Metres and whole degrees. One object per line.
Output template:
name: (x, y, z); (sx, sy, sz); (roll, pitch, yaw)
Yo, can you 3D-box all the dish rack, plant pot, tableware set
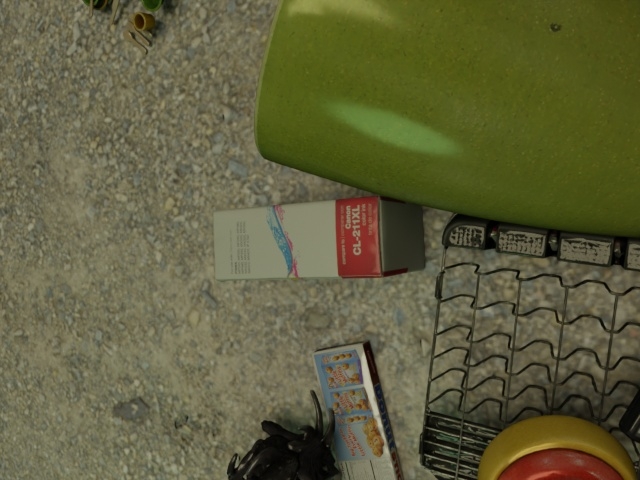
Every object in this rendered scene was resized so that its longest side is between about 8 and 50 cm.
dish rack: (0.195, 0.111, 0.537); (0.209, 0.074, 0.271); (8, 98, 27)
plant pot: (0.143, -0.127, 0.466); (0.294, 0.275, 0.274); (26, 104, 7)
tableware set: (-0.255, -0.312, 0.742); (0.154, 0.024, 0.104); (45, 126, 13)

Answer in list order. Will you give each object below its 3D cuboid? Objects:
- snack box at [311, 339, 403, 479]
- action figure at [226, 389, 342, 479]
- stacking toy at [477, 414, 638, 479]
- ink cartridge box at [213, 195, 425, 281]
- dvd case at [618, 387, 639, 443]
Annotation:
snack box: (0.042, 0.200, 0.641); (0.064, 0.022, 0.178); (-16, 85, 27)
action figure: (-0.050, 0.298, 0.619); (0.275, 0.141, 0.164); (-53, 31, -8)
stacking toy: (0.235, 0.315, 0.441); (0.309, 0.130, 0.279); (23, 108, 4)
ink cartridge box: (0.000, 0.000, 0.593); (0.175, 0.127, 0.072); (-3, 90, 26)
dvd case: (0.364, 0.076, 0.435); (0.181, 0.022, 0.252); (26, 100, 3)
